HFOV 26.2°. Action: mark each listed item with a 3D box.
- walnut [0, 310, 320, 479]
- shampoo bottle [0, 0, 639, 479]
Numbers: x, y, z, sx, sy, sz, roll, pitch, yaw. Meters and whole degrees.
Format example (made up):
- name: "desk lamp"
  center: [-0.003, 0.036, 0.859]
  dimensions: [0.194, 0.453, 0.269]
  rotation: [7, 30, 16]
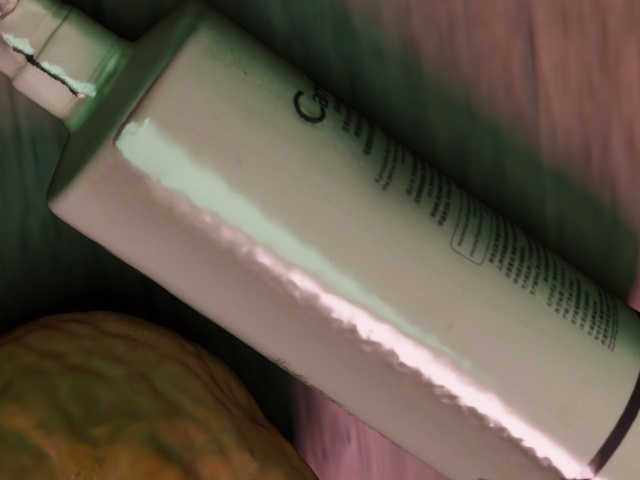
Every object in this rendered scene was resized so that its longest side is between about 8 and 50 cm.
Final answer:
- name: "walnut"
  center: [-0.069, 0.108, 0.449]
  dimensions: [0.155, 0.155, 0.184]
  rotation: [-37, 94, 9]
- name: "shampoo bottle"
  center: [0.000, 0.000, 0.444]
  dimensions: [0.262, 0.085, 0.085]
  rotation: [35, 104, -16]
